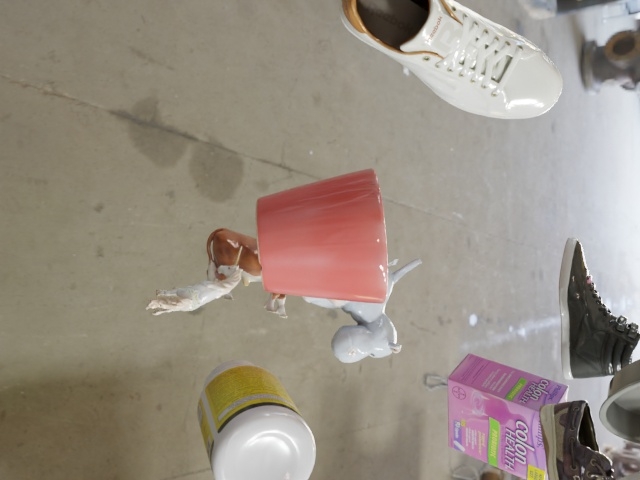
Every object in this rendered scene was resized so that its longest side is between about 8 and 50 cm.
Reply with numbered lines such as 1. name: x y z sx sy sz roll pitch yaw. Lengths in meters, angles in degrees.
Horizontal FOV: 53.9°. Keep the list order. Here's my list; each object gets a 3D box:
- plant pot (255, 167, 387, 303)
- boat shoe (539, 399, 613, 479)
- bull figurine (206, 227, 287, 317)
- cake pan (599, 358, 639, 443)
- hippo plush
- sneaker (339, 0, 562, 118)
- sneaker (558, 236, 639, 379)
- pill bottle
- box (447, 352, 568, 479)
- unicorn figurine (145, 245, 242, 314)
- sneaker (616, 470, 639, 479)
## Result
1. plant pot: 0.000 0.000 1.276 0.275 0.243 0.274 175 -90 -89
2. boat shoe: 0.440 0.383 1.056 0.103 0.092 0.285 45 28 -20
3. bull figurine: -0.128 0.073 1.500 0.101 0.311 0.188 93 13 -78
4. cake pan: 0.604 0.257 1.014 0.293 0.293 0.054 52 35 -40
5. hippo plush: 0.101 0.192 1.649 0.294 0.234 0.236 -12 93 -27
6. sneaker: 0.152 -0.216 0.726 0.123 0.290 0.105 -80 -167 -73
7. sneaker: 0.556 0.137 1.250 0.105 0.147 0.295 -18 104 -60
8. pill bottle: -0.142 0.359 1.246 0.188 0.334 0.187 -3 101 -17
9. box: 0.429 0.412 1.460 0.117 0.243 0.213 -34 127 -44
10. unicorn figurine: -0.191 0.079 0.983 0.060 0.111 0.162 69 25 -18
11. sneaker: 0.628 0.454 1.021 0.108 0.293 0.169 40 37 -41
